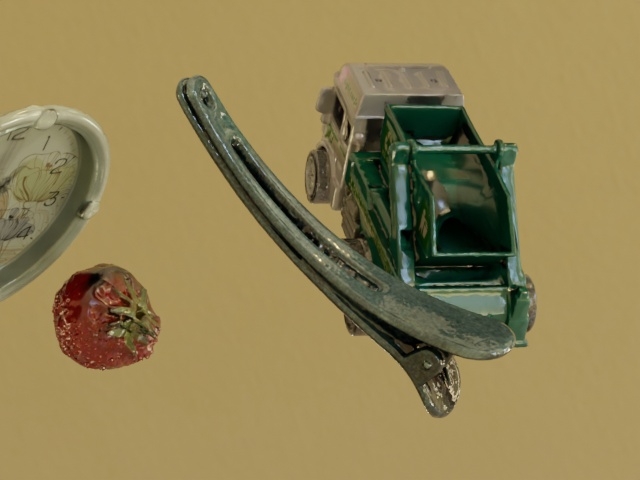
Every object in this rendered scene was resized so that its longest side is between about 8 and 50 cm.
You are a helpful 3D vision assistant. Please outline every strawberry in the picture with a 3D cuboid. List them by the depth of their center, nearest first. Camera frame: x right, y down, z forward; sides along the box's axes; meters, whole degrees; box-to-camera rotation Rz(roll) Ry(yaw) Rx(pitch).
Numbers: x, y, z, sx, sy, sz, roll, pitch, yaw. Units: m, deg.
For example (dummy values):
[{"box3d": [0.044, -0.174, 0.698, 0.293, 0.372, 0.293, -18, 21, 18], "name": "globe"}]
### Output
[{"box3d": [-0.195, 0.072, 1.459, 0.106, 0.106, 0.106, -18, 9, 3], "name": "strawberry"}]

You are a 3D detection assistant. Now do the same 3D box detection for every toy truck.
[{"box3d": [0.062, -0.031, 0.999, 0.110, 0.116, 0.216, 0, 35, -15], "name": "toy truck"}]

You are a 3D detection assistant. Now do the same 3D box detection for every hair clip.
[{"box3d": [0.000, 0.000, 0.892, 0.039, 0.229, 0.070, -43, -8, -46], "name": "hair clip"}]

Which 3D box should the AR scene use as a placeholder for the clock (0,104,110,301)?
[{"box3d": [-0.281, -0.029, 1.362, 0.236, 0.053, 0.236, -35, -27, -21], "name": "clock"}]
